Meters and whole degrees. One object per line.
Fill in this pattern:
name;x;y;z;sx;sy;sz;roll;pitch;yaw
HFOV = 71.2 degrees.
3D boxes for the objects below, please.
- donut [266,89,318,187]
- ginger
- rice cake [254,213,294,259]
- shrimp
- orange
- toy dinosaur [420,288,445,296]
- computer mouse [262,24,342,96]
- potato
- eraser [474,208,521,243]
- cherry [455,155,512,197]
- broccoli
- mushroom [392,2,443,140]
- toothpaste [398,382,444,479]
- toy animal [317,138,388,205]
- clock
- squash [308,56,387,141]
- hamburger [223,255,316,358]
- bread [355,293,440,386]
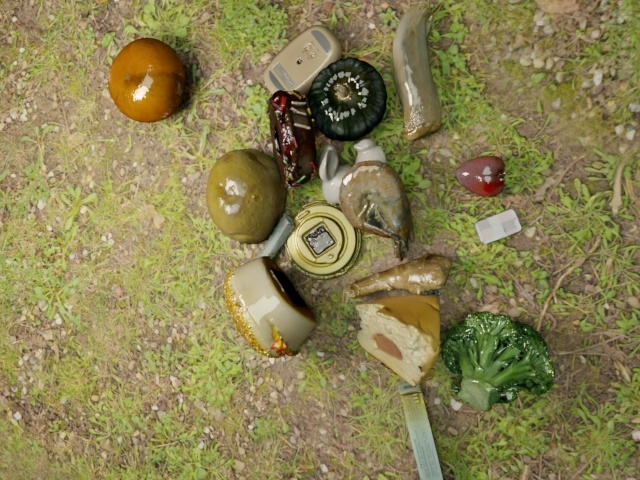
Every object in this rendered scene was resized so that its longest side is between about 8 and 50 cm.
donut;-0.074;-0.268;1.182;0.103;0.270;0.269;-12;90;-10
ginger;0.207;0.109;1.196;0.295;0.131;0.086;-17;125;14
rice cake;-0.142;0.017;1.296;0.211;0.034;0.043;-55;43;20
shrimp;0.150;-0.062;1.157;0.168;0.077;0.317;-15;119;12
orange;-0.499;-0.462;1.307;0.240;0.171;0.240;-2;86;26
toy dinosaur;0.297;0.141;1.221;0.083;0.030;0.047;-21;86;14
computer mouse;-0.050;-0.485;1.245;0.236;0.082;0.145;-40;84;14
potato;-0.216;-0.124;1.240;0.243;0.242;0.285;12;93;12
eraser;0.465;-0.037;1.176;0.105;0.026;0.065;-21;91;13
cherry;0.421;-0.169;1.149;0.126;0.087;0.106;32;107;28
broccoli;0.430;0.309;1.108;0.269;0.242;0.261;14;118;40
mushroom;0.252;-0.439;1.176;0.123;0.095;0.351;-4;93;-6
toothpaste;0.282;0.550;1.219;0.071;0.089;0.312;-14;89;7
toy animal;0.092;-0.180;1.187;0.193;0.127;0.178;-12;120;4
clock;0.000;0.000;1.273;0.237;0.057;0.236;0;92;13
squash;0.071;-0.367;1.176;0.218;0.172;0.218;-2;102;-11
hamburger;-0.145;0.185;1.207;0.179;0.276;0.294;-36;80;1
bread;0.200;0.261;1.149;0.224;0.211;0.183;0;114;6
